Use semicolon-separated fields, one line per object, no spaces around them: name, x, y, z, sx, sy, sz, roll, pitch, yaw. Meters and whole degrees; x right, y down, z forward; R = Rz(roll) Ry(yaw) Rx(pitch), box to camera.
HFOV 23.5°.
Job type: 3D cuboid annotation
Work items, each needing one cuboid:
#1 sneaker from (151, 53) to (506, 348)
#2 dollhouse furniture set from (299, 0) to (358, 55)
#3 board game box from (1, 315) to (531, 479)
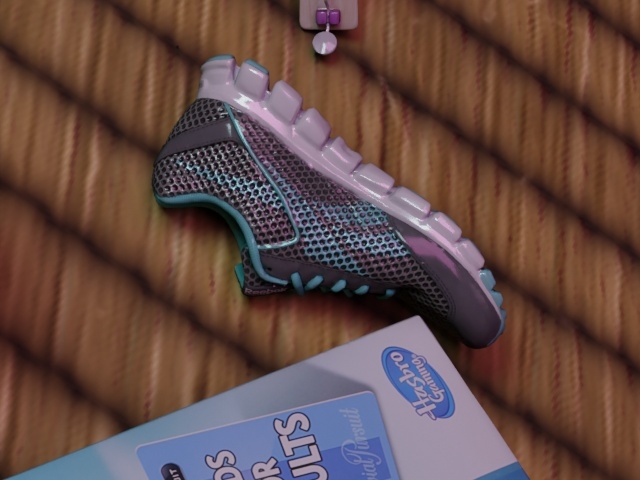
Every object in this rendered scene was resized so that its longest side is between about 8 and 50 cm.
sneaker;0.000;0.000;0.641;0.166;0.065;0.076;38;80;1
dollhouse furniture set;-0.034;-0.129;0.695;0.114;0.091;0.081;1;112;4
board game box;-0.050;0.193;0.494;0.336;0.079;0.253;-20;60;-24
